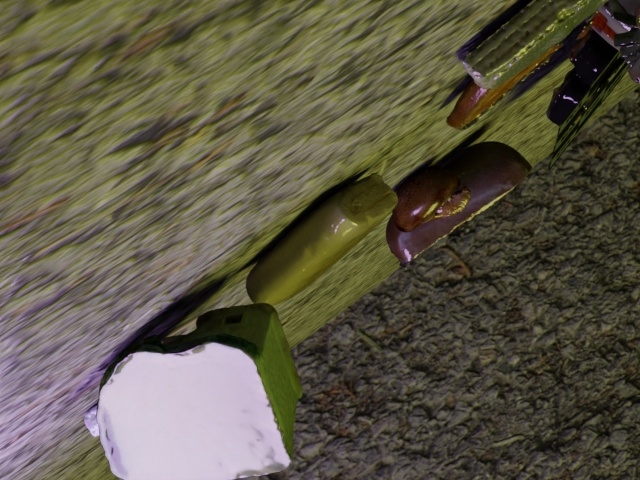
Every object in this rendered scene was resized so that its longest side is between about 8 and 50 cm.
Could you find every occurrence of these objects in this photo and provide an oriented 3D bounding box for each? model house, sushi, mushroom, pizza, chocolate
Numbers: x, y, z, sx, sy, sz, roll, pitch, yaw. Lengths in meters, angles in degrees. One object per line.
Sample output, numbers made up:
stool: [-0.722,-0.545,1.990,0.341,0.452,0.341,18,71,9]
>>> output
model house: [-0.139,0.157,1.737,0.214,0.195,0.189,-14,-156,16]
sushi: [0.408,-0.274,2.135,0.343,0.064,0.359,-52,170,-2]
mushroom: [0.156,-0.055,2.208,0.127,0.087,0.127,-41,172,-7]
pizza: [0.230,-0.209,1.742,0.176,0.036,0.184,-38,173,-30]
chocolate: [0.199,-0.074,2.335,0.261,0.083,0.161,-36,-169,-1]

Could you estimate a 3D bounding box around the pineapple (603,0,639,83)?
pineapple: [0.456,-0.263,1.720,0.272,0.262,0.262,-36,178,40]

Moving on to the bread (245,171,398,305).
bread: [0.000,0.000,1.790,0.178,0.060,0.139,-41,173,29]

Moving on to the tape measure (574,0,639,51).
tape measure: [0.499,-0.274,1.886,0.265,0.258,0.130,-47,173,-1]

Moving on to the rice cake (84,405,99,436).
rice cake: [-0.230,0.200,2.010,0.085,0.040,0.226,-40,174,21]

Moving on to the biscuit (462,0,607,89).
biscuit: [0.253,-0.242,1.540,0.252,0.052,0.150,-39,175,5]
